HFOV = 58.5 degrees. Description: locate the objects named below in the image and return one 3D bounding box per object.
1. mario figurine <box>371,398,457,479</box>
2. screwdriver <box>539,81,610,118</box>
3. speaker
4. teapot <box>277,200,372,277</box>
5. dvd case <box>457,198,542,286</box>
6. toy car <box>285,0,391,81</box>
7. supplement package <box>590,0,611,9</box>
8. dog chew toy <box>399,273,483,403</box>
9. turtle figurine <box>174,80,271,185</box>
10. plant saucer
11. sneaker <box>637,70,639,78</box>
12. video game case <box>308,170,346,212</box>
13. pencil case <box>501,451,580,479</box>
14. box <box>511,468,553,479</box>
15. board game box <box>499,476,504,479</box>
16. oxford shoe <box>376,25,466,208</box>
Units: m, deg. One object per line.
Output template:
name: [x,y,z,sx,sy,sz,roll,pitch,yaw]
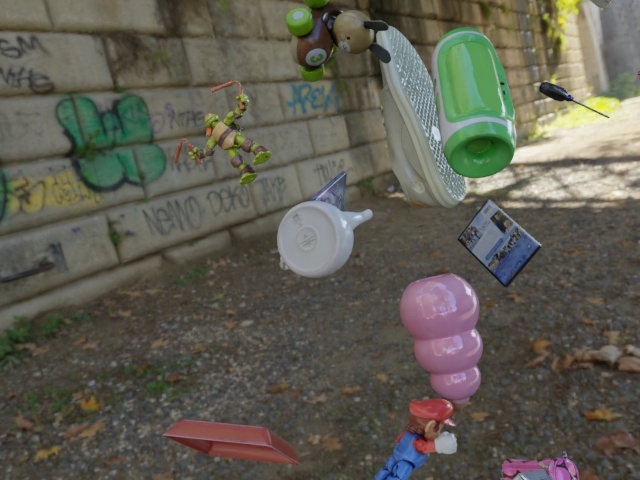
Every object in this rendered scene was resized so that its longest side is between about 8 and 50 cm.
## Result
mario figurine: [0.293,0.605,1.635,0.198,0.170,0.320,25,76,42]
screwdriver: [0.432,-0.235,0.964,0.170,0.025,0.024,9,-42,-30]
speaker: [0.274,-0.258,1.045,0.131,0.131,0.296,-10,52,17]
teapot: [0.000,0.000,1.771,0.256,0.252,0.187,15,7,27]
dvd case: [0.588,0.007,1.901,0.022,0.180,0.253,7,34,-42]
toy car: [0.048,-0.401,1.136,0.189,0.148,0.155,18,-23,20]
supplement package: [0.579,-0.625,1.165,0.149,0.194,0.203,-20,-23,-53]
dog chew toy: [0.330,0.259,1.495,0.207,0.331,0.206,-13,-2,0]
turtle figurine: [-0.235,-0.243,1.436,0.269,0.217,0.087,-46,-14,15]
plant saucer: [-0.197,0.473,1.344,0.259,0.047,0.259,0,-30,15]
sneaker: [0.812,-0.383,1.379,0.057,0.047,0.119,-22,44,8]
video game case: [0.026,-0.113,2.068,0.026,0.196,0.274,16,34,22]
pencil case: [0.555,0.598,1.465,0.098,0.095,0.209,21,-30,-16]
box: [0.324,0.485,1.024,0.186,0.038,0.145,-47,-38,14]
board game box: [0.626,0.782,1.715,0.141,0.048,0.170,9,5,3]
oxford shoe: [0.195,-0.272,1.291,0.130,0.449,0.169,-24,-11,42]
